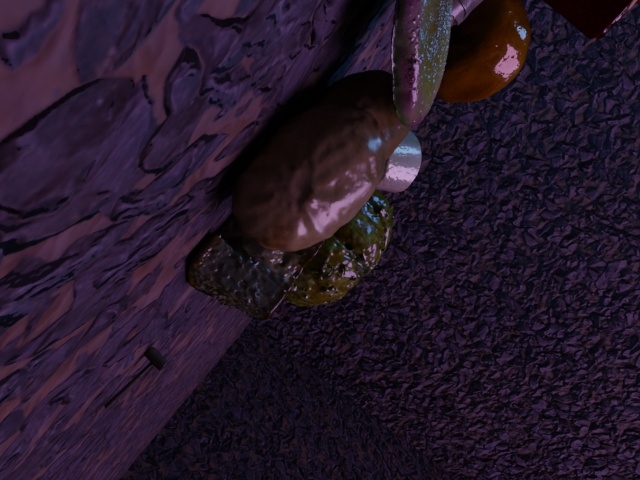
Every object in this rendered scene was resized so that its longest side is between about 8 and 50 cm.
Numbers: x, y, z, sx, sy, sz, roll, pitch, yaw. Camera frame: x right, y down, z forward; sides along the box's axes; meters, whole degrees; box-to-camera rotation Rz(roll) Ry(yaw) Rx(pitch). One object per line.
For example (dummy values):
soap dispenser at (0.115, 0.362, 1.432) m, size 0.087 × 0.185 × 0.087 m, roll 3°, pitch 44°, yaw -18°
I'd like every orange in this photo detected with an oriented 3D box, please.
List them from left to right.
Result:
orange at (0.000, 0.000, 1.006) m, size 0.301 × 0.223 × 0.300 m, roll -47°, pitch -178°, yaw -10°
orange at (0.299, -0.398, 0.994) m, size 0.183 × 0.249 × 0.249 m, roll -31°, pitch 165°, yaw -40°

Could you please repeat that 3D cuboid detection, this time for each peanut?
peanut at (0.022, -0.107, 0.583) m, size 0.319 × 0.148 × 0.147 m, roll -49°, pitch 176°, yaw -35°

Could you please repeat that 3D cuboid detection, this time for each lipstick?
lipstick at (0.266, -0.343, 0.584) m, size 0.080 × 0.241 × 0.080 m, roll -53°, pitch 180°, yaw 0°

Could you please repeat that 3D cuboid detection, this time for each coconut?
coconut at (0.207, -0.246, 1.479) m, size 0.222 × 0.202 × 0.202 m, roll 3°, pitch 142°, yaw -31°

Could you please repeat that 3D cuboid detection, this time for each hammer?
hammer at (-0.287, 0.215, 0.745) m, size 0.110 × 0.035 × 0.019 m, roll -44°, pitch 176°, yaw -9°

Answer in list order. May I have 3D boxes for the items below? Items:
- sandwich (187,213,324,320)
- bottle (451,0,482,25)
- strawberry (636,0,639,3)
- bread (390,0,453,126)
sandwich at (-0.064, -0.009, 0.674) m, size 0.235 × 0.122 × 0.128 m, roll -55°, pitch -177°, yaw -22°
bottle at (0.197, -0.378, 0.740) m, size 0.152 × 0.099 × 0.099 m, roll -46°, pitch 180°, yaw 11°
strawberry at (0.534, -0.604, 0.874) m, size 0.312 × 0.351 × 0.267 m, roll -48°, pitch 173°, yaw 23°
bread at (0.121, -0.241, 0.544) m, size 0.228 × 0.034 × 0.228 m, roll 11°, pitch 90°, yaw -72°
